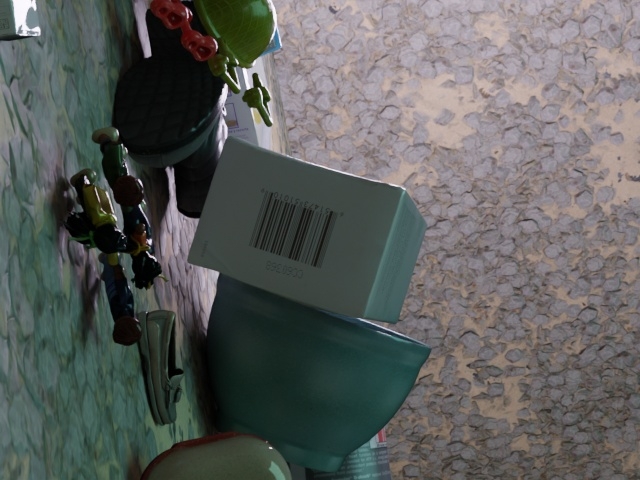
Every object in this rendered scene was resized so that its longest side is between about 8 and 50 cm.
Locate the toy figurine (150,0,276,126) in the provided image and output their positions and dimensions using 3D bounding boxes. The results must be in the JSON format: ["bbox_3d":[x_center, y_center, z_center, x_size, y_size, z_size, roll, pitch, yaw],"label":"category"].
[{"bbox_3d":[-0.068,-0.302,1.232,0.362,0.217,0.191,43,19,-50],"label":"toy figurine"}]

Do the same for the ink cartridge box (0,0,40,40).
[{"bbox_3d":[-0.234,-0.204,0.922,0.063,0.029,0.115,-66,147,-81],"label":"ink cartridge box"}]

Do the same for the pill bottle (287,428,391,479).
[{"bbox_3d":[-0.008,0.293,1.857,0.210,0.210,0.363,59,25,-80],"label":"pill bottle"}]

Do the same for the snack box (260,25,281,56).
[{"bbox_3d":[-0.147,-0.390,1.548,0.187,0.060,0.322,76,-13,-59],"label":"snack box"}]

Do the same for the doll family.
[{"bbox_3d":[-0.170,0.004,1.077,0.111,0.076,0.193,-124,-167,-51],"label":"doll family"}]

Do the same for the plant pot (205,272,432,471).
[{"bbox_3d":[-0.025,0.180,1.643,0.293,0.293,0.196,35,74,-84],"label":"plant pot"}]

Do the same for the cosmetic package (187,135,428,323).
[{"bbox_3d":[0.000,0.000,1.540,0.385,0.217,0.156,22,86,-82],"label":"cosmetic package"}]

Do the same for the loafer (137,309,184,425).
[{"bbox_3d":[-0.157,0.130,1.292,0.045,0.039,0.125,-87,169,-72],"label":"loafer"}]

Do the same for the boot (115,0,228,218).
[{"bbox_3d":[-0.146,-0.114,1.444,0.338,0.118,0.222,-83,171,-57],"label":"boot"}]

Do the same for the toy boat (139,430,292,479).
[{"bbox_3d":[-0.106,0.299,1.224,0.151,0.151,0.231,-7,-89,65],"label":"toy boat"}]

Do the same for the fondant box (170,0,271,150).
[{"bbox_3d":[-0.143,-0.262,1.819,0.238,0.096,0.330,-92,172,-53],"label":"fondant box"}]
